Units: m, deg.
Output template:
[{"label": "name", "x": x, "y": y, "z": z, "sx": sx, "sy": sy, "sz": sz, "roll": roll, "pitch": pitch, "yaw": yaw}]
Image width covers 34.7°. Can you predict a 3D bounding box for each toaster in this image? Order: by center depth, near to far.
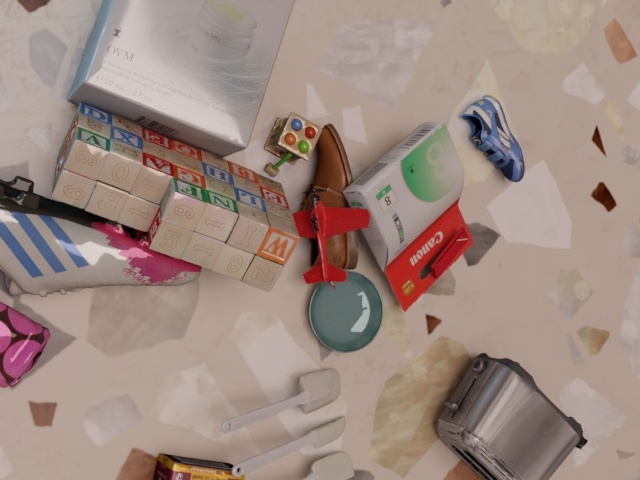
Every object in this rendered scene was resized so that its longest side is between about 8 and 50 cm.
[{"label": "toaster", "x": 0.284, "y": 0.288, "z": 1.538, "sx": 0.227, "sy": 0.129, "sz": 0.146, "roll": 44, "pitch": 76, "yaw": -18}]

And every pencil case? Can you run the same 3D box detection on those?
[{"label": "pencil case", "x": -0.442, "y": 0.105, "z": 1.253, "sx": 0.209, "sy": 0.095, "sz": 0.098, "roll": 31, "pitch": 57, "yaw": -20}]

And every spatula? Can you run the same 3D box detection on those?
[{"label": "spatula", "x": -0.044, "y": 0.281, "z": 1.410, "sx": 0.242, "sy": 0.019, "sz": 0.168, "roll": -12, "pitch": 98, "yaw": -46}]

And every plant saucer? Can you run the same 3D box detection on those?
[{"label": "plant saucer", "x": 0.035, "y": 0.104, "z": 1.493, "sx": 0.119, "sy": 0.021, "sz": 0.119, "roll": 1, "pitch": 87, "yaw": -23}]

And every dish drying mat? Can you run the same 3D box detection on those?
[{"label": "dish drying mat", "x": 0.195, "y": 0.019, "z": 1.539, "sx": 0.083, "sy": 0.008, "sz": 0.032, "roll": -49, "pitch": 141, "yaw": -19}]

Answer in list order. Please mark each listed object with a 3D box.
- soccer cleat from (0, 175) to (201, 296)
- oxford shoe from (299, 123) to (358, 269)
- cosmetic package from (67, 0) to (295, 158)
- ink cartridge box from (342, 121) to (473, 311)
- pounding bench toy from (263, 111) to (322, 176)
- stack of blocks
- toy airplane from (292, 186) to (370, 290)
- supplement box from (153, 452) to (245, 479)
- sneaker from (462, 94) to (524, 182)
[{"label": "soccer cleat", "x": -0.321, "y": 0.018, "z": 1.311, "sx": 0.331, "sy": 0.116, "sz": 0.143, "roll": 20, "pitch": 105, "yaw": -25}, {"label": "oxford shoe", "x": 0.006, "y": -0.061, "z": 1.462, "sx": 0.076, "sy": 0.076, "sz": 0.212, "roll": -5, "pitch": 90, "yaw": -14}, {"label": "cosmetic package", "x": -0.183, "y": -0.255, "z": 1.353, "sx": 0.224, "sy": 0.138, "sz": 0.224, "roll": 20, "pitch": 79, "yaw": -21}, {"label": "ink cartridge box", "x": 0.148, "y": -0.031, "z": 1.488, "sx": 0.181, "sy": 0.056, "sz": 0.224, "roll": -42, "pitch": 118, "yaw": -26}, {"label": "pounding bench toy", "x": -0.044, "y": -0.131, "z": 1.445, "sx": 0.052, "sy": 0.065, "sz": 0.083, "roll": 28, "pitch": 78, "yaw": -20}, {"label": "stack of blocks", "x": -0.186, "y": -0.056, "z": 1.314, "sx": 0.297, "sy": 0.171, "sz": 0.087, "roll": 22, "pitch": 112, "yaw": -20}, {"label": "toy airplane", "x": 0.000, "y": 0.000, "z": 1.426, "sx": 0.028, "sy": 0.151, "sz": 0.151, "roll": -27, "pitch": 101, "yaw": -60}, {"label": "supplement box", "x": -0.176, "y": 0.388, "z": 1.360, "sx": 0.104, "sy": 0.081, "sz": 0.188, "roll": 13, "pitch": 83, "yaw": -22}, {"label": "sneaker", "x": 0.267, "y": -0.151, "z": 1.587, "sx": 0.059, "sy": 0.053, "sz": 0.144, "roll": -26, "pitch": 90, "yaw": -22}]
